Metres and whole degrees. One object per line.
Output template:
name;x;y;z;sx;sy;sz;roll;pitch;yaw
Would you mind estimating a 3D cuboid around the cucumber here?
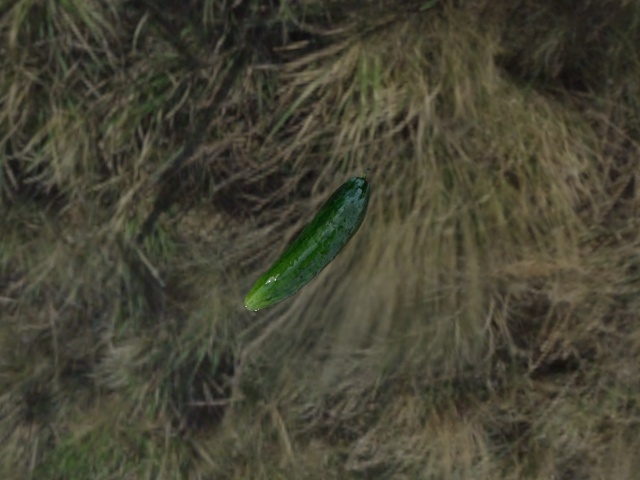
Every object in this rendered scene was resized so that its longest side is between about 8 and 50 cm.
cucumber;0.000;0.000;0.719;0.168;0.039;0.039;-48;139;-23
